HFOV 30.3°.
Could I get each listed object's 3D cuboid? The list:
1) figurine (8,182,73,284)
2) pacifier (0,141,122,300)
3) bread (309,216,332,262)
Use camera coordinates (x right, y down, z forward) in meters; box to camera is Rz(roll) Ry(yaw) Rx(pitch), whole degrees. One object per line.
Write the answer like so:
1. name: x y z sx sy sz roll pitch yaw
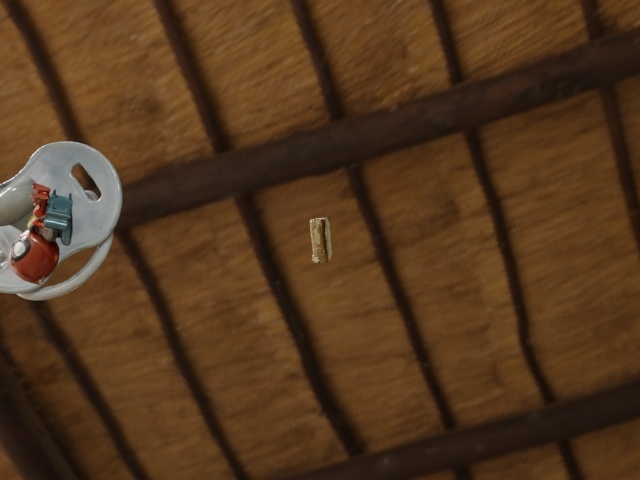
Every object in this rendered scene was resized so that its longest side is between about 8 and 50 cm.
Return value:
1. figurine: -0.382 -0.003 1.626 0.075 0.068 0.140 16 -69 -18
2. pacifier: -0.440 -0.039 1.814 0.227 0.279 0.207 53 -3 21
3. bread: 0.000 0.000 2.113 0.047 0.036 0.083 167 -80 -75
